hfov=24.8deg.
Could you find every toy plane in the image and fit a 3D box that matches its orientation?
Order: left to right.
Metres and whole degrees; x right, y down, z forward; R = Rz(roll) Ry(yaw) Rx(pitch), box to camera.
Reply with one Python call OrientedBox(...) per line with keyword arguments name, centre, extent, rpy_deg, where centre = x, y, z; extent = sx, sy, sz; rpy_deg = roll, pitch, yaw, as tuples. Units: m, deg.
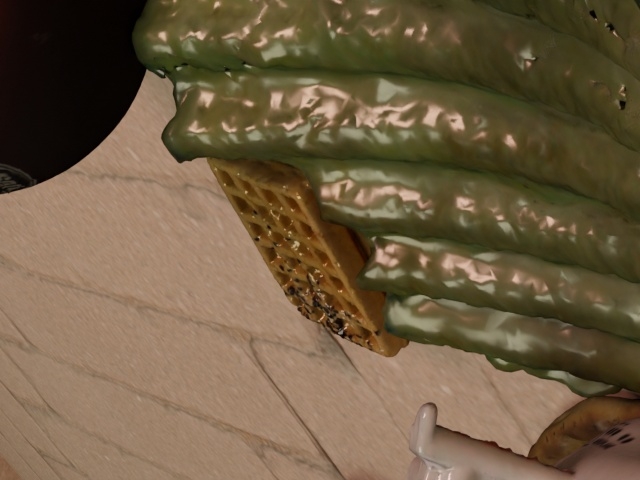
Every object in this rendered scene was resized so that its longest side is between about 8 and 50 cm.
OrientedBox(name="toy plane", centre=(0.156, 0.134, 0.663), extent=(0.252, 0.118, 0.252), rpy_deg=(18, 168, 4))

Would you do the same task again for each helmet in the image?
OrientedBox(name="helmet", centre=(-0.183, -0.130, 0.771), extent=(0.189, 0.193, 0.216), rpy_deg=(52, -151, -78))

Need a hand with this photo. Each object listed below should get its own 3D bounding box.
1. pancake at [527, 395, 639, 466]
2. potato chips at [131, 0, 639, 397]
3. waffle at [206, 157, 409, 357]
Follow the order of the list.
OrientedBox(name="pancake", centre=(0.223, 0.182, 0.819), extent=(0.250, 0.031, 0.250), rpy_deg=(34, 151, 21))
OrientedBox(name="potato chips", centre=(0.067, -0.048, 0.606), extent=(0.373, 0.097, 0.389), rpy_deg=(49, 159, -13))
OrientedBox(name="waffle", centre=(0.000, 0.000, 0.882), extent=(0.102, 0.042, 0.148), rpy_deg=(22, 149, 45))
